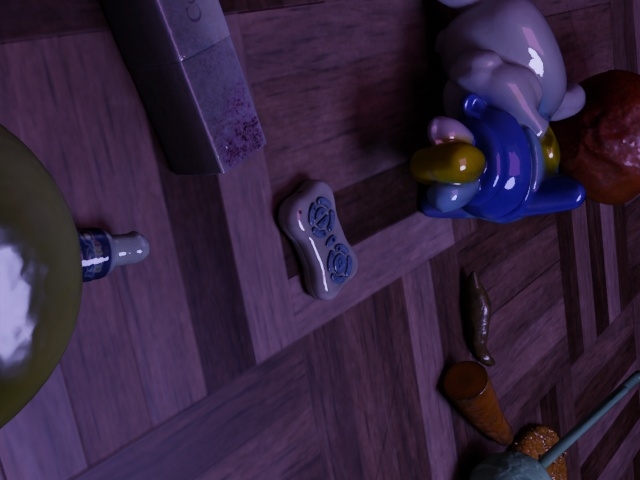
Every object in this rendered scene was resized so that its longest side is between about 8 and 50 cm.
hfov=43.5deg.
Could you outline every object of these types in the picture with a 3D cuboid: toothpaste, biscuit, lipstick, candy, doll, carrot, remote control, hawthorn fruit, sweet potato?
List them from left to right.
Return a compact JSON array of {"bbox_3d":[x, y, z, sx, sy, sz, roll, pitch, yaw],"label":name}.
[{"bbox_3d":[-0.217,0.018,0.566,0.216,0.037,0.061,-8,96,-44],"label":"toothpaste"},{"bbox_3d":[-0.133,-0.206,0.632,0.066,0.068,0.317,-43,124,-42],"label":"lipstick"},{"bbox_3d":[0.000,0.000,0.833,0.074,0.032,0.122,-47,125,-39],"label":"remote control"},{"bbox_3d":[0.218,0.115,1.104,0.041,0.038,0.153,-22,112,-24],"label":"sweet potato"},{"bbox_3d":[0.231,0.238,1.112,0.209,0.061,0.061,53,53,-45],"label":"carrot"},{"bbox_3d":[0.213,-0.150,0.995,0.376,0.187,0.365,24,62,-25],"label":"doll"},{"bbox_3d":[0.339,0.418,1.267,0.254,0.035,0.253,-3,94,-51],"label":"biscuit"},{"bbox_3d":[0.366,0.297,1.193,0.440,0.119,0.119,-26,112,-38],"label":"candy"},{"bbox_3d":[0.448,-0.186,1.272,0.243,0.207,0.207,35,62,-17],"label":"hawthorn fruit"}]

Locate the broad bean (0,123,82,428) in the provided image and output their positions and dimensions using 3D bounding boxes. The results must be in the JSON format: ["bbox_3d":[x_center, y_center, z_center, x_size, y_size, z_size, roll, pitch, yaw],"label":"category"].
[{"bbox_3d":[-0.265,0.026,0.425,0.291,0.119,0.237,-12,100,-42],"label":"broad bean"}]
